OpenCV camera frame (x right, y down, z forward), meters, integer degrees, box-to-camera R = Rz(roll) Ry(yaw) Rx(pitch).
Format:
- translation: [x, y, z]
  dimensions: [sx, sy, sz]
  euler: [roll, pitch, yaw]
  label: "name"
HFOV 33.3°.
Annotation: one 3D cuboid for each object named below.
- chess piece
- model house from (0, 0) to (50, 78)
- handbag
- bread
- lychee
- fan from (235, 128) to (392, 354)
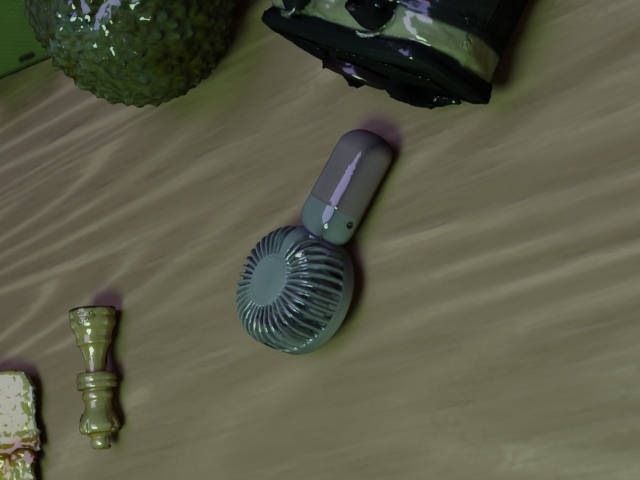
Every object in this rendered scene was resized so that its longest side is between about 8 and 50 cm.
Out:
- translation: [-0.269, 0.166, 1.293]
  dimensions: [0.060, 0.060, 0.171]
  euler: [-16, 75, 37]
  label: "chess piece"
- translation: [-0.406, -0.329, 1.474]
  dimensions: [0.279, 0.218, 0.204]
  euler: [-11, 30, 7]
  label: "model house"
- translation: [0.067, -0.232, 1.013]
  dimensions: [0.254, 0.181, 0.181]
  euler: [24, 95, 43]
  label: "handbag"
- translation: [-0.456, 0.277, 1.373]
  dimensions: [0.178, 0.135, 0.240]
  euler: [-22, 66, 35]
  label: "bread"
- translation: [-0.221, -0.272, 1.212]
  dimensions: [0.255, 0.255, 0.274]
  euler: [-42, 14, 26]
  label: "lychee"
- translation: [0.000, 0.000, 1.096]
  dimensions: [0.130, 0.074, 0.244]
  euler: [37, 100, 50]
  label: "fan"
